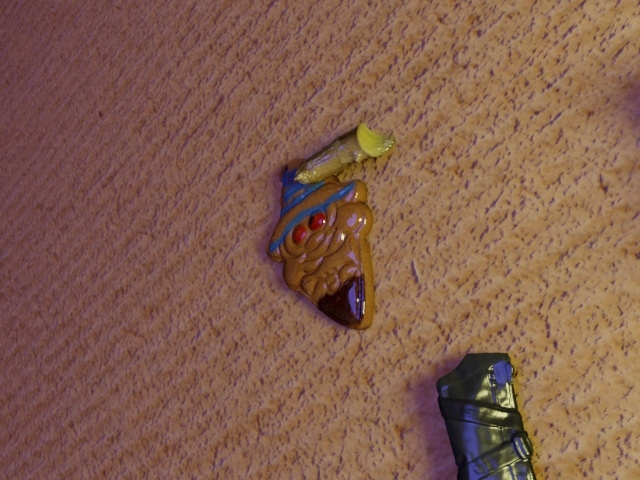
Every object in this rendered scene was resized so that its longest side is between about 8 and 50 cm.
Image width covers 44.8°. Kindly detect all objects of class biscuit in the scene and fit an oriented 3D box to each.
[{"bbox_3d":[0.000,0.000,1.019,0.183,0.043,0.280,-44,49,31],"label":"biscuit"}]

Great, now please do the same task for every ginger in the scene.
[{"bbox_3d":[0.028,-0.113,0.994,0.137,0.044,0.057,-23,64,23],"label":"ginger"}]

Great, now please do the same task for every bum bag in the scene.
[{"bbox_3d":[0.172,0.211,0.785,0.087,0.049,0.198,-16,66,15],"label":"bum bag"}]
